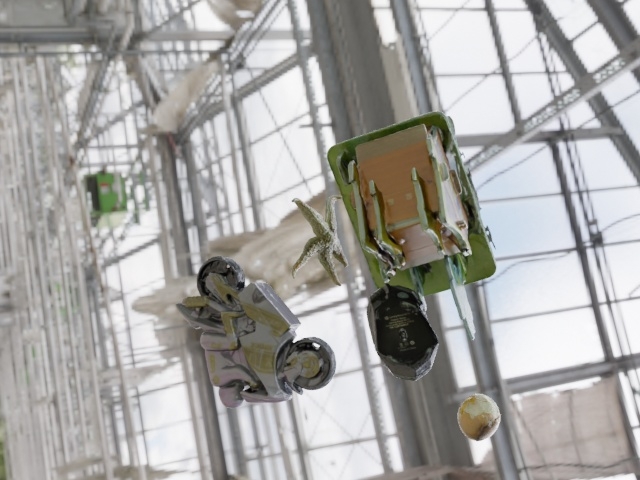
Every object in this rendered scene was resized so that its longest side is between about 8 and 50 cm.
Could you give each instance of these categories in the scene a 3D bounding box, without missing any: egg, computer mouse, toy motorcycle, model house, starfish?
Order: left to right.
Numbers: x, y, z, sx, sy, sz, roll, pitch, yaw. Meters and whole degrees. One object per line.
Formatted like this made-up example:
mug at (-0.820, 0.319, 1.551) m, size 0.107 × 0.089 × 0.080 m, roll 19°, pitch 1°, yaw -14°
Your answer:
toy motorcycle at (-0.094, 0.134, 1.086) m, size 0.225 × 0.073 × 0.152 m, roll 40°, pitch -78°, yaw 17°
starfish at (0.002, 0.000, 1.726) m, size 0.050 × 0.217 × 0.223 m, roll 4°, pitch -41°, yaw 47°
computer mouse at (0.138, 0.161, 1.471) m, size 0.062 × 0.105 × 0.192 m, roll 87°, pitch -7°, yaw -49°
model house at (0.146, 0.004, 1.450) m, size 0.313 × 0.242 × 0.358 m, roll -60°, pitch 133°, yaw -66°
egg at (0.268, 0.303, 1.471) m, size 0.083 × 0.071 × 0.071 m, roll 103°, pitch -30°, yaw -42°
